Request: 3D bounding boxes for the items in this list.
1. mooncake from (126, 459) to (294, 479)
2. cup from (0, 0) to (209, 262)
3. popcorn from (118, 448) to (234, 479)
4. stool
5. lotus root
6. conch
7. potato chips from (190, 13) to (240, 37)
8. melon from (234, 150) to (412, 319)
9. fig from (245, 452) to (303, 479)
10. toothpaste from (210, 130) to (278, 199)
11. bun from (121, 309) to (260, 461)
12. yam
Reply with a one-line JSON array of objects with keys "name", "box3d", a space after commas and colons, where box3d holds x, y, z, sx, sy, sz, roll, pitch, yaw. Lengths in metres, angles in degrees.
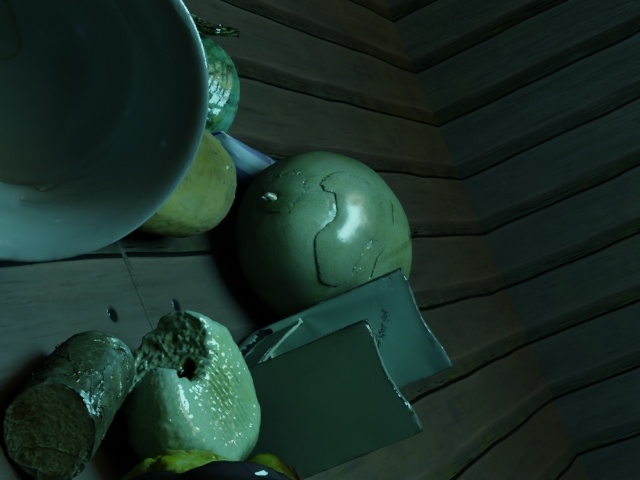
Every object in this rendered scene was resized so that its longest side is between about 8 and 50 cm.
[{"name": "mooncake", "box3d": [-0.091, 0.369, 1.043, 0.212, 0.381, 0.350, 48, 36, -67]}, {"name": "cup", "box3d": [-0.302, -0.167, 1.265, 0.347, 0.347, 0.163, 54, -2, -29]}, {"name": "popcorn", "box3d": [-0.129, 0.325, 1.267, 0.221, 0.204, 0.184, 52, 18, 7]}, {"name": "stool", "box3d": [0.009, 0.189, 1.657, 0.170, 0.270, 0.243, 62, 19, -6]}, {"name": "lotus root", "box3d": [-0.221, -0.094, 1.575, 0.343, 0.151, 0.169, 16, 52, -68]}, {"name": "conch", "box3d": [-0.199, -0.235, 1.850, 0.188, 0.122, 0.176, 45, 52, -37]}, {"name": "potato chips", "box3d": [-0.231, -0.360, 1.880, 0.220, 0.029, 0.202, 27, 16, 4]}, {"name": "melon", "box3d": [0.000, 0.000, 1.869, 0.330, 0.268, 0.268, 40, 32, -58]}, {"name": "fig", "box3d": [-0.074, 0.342, 1.484, 0.165, 0.144, 0.154, -67, 168, -51]}, {"name": "toothpaste", "box3d": [-0.130, -0.109, 1.896, 0.371, 0.125, 0.080, 17, 58, -69]}, {"name": "bun", "box3d": [-0.165, 0.188, 1.424, 0.212, 0.126, 0.204, -9, 77, -69]}, {"name": "yam", "box3d": [-0.256, 0.161, 1.277, 0.107, 0.107, 0.183, 60, 18, -14]}]
